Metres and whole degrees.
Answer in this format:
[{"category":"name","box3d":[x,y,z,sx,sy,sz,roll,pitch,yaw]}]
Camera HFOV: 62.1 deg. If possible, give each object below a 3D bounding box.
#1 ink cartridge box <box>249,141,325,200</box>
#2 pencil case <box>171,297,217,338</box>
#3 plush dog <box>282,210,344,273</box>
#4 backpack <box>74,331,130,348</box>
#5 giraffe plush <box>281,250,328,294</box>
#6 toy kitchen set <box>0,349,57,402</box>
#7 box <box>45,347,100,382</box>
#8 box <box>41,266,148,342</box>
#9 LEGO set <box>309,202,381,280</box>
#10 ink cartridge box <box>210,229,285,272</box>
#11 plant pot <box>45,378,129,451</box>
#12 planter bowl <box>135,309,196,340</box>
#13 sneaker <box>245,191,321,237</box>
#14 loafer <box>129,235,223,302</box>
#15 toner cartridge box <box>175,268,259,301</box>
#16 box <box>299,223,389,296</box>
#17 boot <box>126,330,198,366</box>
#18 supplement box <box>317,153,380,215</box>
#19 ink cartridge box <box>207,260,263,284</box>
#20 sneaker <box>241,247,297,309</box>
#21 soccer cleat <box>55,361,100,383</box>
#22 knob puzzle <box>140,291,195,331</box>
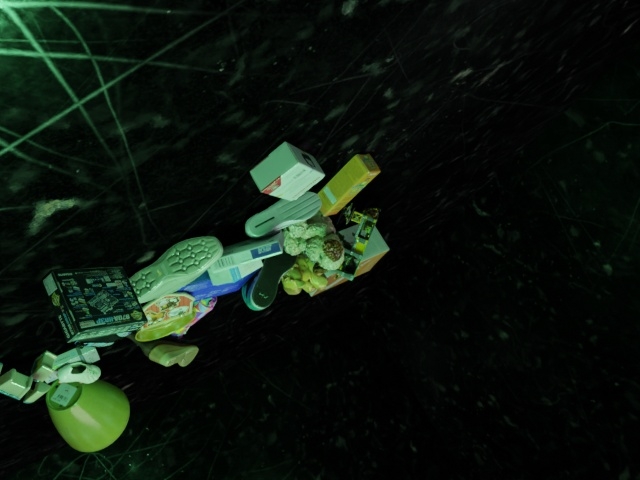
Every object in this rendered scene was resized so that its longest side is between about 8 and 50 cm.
[{"category":"ink cartridge box","box3d":[-0.084,-0.178,1.407,0.127,0.072,0.175,-36,163,16]},{"category":"pencil case","box3d":[-0.484,0.266,1.967,0.236,0.105,0.104,-42,161,30]},{"category":"plush dog","box3d":[0.000,0.000,1.803,0.210,0.226,0.262,-27,166,-16]},{"category":"backpack","box3d":[-0.641,0.246,1.578,0.158,0.117,0.173,-31,164,-4]},{"category":"giraffe plush","box3d":[-0.087,0.140,2.071,0.181,0.210,0.170,-11,-159,32]},{"category":"toy kitchen set","box3d":[-0.930,0.391,1.594,0.122,0.166,0.207,-36,127,14]},{"category":"box","box3d":[-0.868,0.420,1.836,0.186,0.038,0.145,-22,162,-26]},{"category":"box","box3d":[-0.563,0.155,1.344,0.051,0.175,0.220,-37,164,22]},{"category":"LEGO set","box3d":[0.083,-0.003,2.035,0.255,0.192,0.332,-46,158,-78]},{"category":"ink cartridge box","box3d":[-0.222,0.024,1.655,0.223,0.045,0.224,-17,-168,2]},{"category":"plant pot","box3d":[-0.922,0.639,2.050,0.274,0.275,0.294,-27,148,-15]},{"category":"planter bowl","box3d":[-0.545,0.256,1.829,0.217,0.090,0.217,-25,161,-10]},{"category":"sneaker","box3d":[-0.121,-0.082,1.639,0.258,0.094,0.091,-22,-177,-20]},{"category":"loafer","box3d":[-0.416,0.082,1.537,0.319,0.112,0.111,-26,170,10]},{"category":"toner cartridge box","box3d":[-0.383,0.134,1.794,0.347,0.075,0.165,-11,154,-51]},{"category":"box","box3d":[0.090,0.074,2.313,0.345,0.168,0.215,-21,161,-31]},{"category":"boot","box3d":[-0.583,0.382,1.975,0.090,0.206,0.248,-59,164,2]},{"category":"supplement box","box3d":[0.082,-0.177,1.708,0.078,0.080,0.233,-15,155,-51]},{"category":"ink cartridge box","box3d":[-0.263,0.080,1.726,0.104,0.062,0.181,-9,-166,38]},{"category":"sneaker","box3d":[-0.193,0.139,1.958,0.178,0.123,0.296,-35,-158,56]},{"category":"soccer cleat","box3d":[-0.822,0.456,1.841,0.076,0.068,0.196,-37,161,9]},{"category":"knob puzzle","box3d":[-0.481,0.220,1.661,0.213,0.030,0.213,-24,155,-12]}]
